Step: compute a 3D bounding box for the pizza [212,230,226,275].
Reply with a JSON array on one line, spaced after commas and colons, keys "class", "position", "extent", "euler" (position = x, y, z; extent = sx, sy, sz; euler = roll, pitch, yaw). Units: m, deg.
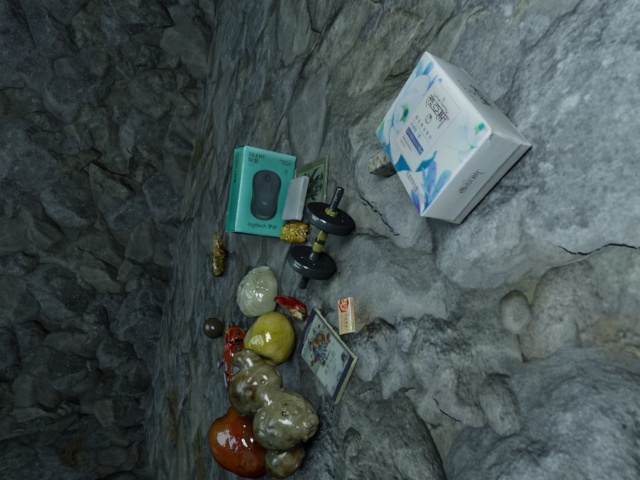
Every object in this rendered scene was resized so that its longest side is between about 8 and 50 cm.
[{"class": "pizza", "position": [-0.498, 0.080, 2.186], "extent": [0.147, 0.069, 0.226], "euler": [105, 162, -60]}]

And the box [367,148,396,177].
[{"class": "box", "position": [0.164, -0.191, 1.068], "extent": [0.098, 0.062, 0.044], "euler": [-30, 56, 56]}]

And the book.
[{"class": "book", "position": [0.010, 0.315, 1.240], "extent": [0.231, 0.026, 0.157], "euler": [44, 121, 49]}]

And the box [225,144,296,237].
[{"class": "box", "position": [-0.213, -0.170, 1.591], "extent": [0.118, 0.205, 0.311], "euler": [6, 88, 59]}]

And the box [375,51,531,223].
[{"class": "box", "position": [0.241, -0.202, 0.877], "extent": [0.203, 0.116, 0.274], "euler": [-55, 39, 38]}]

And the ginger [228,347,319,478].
[{"class": "ginger", "position": [-0.154, 0.487, 1.291], "extent": [0.375, 0.176, 0.256], "euler": [52, 128, 16]}]

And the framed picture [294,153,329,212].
[{"class": "framed picture", "position": [-0.038, -0.177, 1.476], "extent": [0.231, 0.010, 0.172], "euler": [-10, 75, 60]}]

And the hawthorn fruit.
[{"class": "hawthorn fruit", "position": [-0.232, 0.655, 1.433], "extent": [0.261, 0.224, 0.224], "euler": [32, 112, 41]}]

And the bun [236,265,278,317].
[{"class": "bun", "position": [-0.237, 0.185, 1.628], "extent": [0.178, 0.128, 0.193], "euler": [-14, 69, 60]}]

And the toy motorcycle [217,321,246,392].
[{"class": "toy motorcycle", "position": [-0.353, 0.467, 1.803], "extent": [0.171, 0.089, 0.298], "euler": [-38, 52, 51]}]

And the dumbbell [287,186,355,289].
[{"class": "dumbbell", "position": [0.000, 0.000, 1.232], "extent": [0.143, 0.143, 0.325], "euler": [55, 130, 51]}]

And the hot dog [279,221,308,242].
[{"class": "hot dog", "position": [-0.091, -0.028, 1.500], "extent": [0.165, 0.045, 0.071], "euler": [5, 89, 61]}]

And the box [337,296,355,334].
[{"class": "box", "position": [0.069, 0.203, 1.191], "extent": [0.058, 0.015, 0.093], "euler": [-29, 59, 54]}]

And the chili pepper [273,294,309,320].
[{"class": "chili pepper", "position": [-0.089, 0.214, 1.442], "extent": [0.059, 0.050, 0.268], "euler": [58, 161, -21]}]

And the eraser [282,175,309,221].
[{"class": "eraser", "position": [-0.083, -0.139, 1.494], "extent": [0.104, 0.023, 0.150], "euler": [0, 77, 58]}]

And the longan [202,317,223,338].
[{"class": "longan", "position": [-0.502, 0.414, 2.084], "extent": [0.113, 0.092, 0.113], "euler": [39, 155, 22]}]

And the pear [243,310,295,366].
[{"class": "pear", "position": [-0.161, 0.311, 1.421], "extent": [0.178, 0.178, 0.177], "euler": [-22, 65, 57]}]
